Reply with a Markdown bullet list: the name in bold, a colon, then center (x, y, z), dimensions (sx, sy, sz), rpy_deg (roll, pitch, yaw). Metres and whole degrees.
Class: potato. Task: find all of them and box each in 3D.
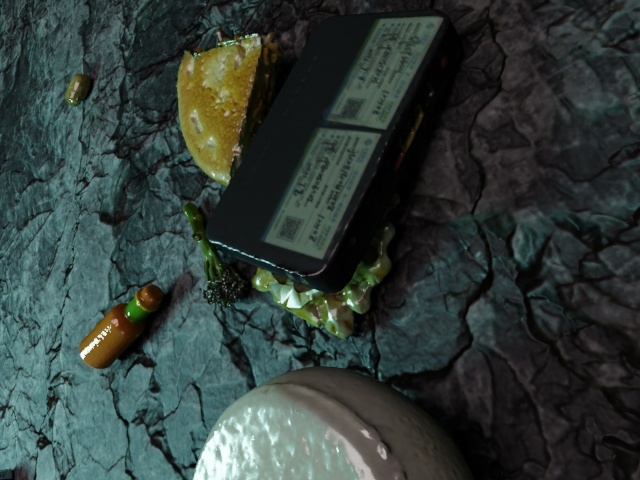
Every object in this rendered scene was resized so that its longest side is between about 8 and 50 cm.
- **potato**: center (-0.578, -0.359, 1.196), dimensions (0.051, 0.040, 0.083), rpy_deg (29, 91, 17)

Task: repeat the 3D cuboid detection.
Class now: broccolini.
- **broccolini**: center (-0.174, 0.021, 0.778), dimensions (0.067, 0.058, 0.216), rpy_deg (-28, 46, -10)

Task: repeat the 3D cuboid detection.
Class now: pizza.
- **pizza**: center (-0.129, -0.222, 0.774), dimensions (0.228, 0.081, 0.289), rpy_deg (-47, 54, 26)

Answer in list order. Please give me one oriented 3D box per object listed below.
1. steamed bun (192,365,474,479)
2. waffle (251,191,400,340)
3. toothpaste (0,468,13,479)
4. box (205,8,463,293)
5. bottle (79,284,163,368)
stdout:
- **steamed bun**: center (0.023, 0.259, 0.460), dimensions (0.283, 0.177, 0.282), rpy_deg (-8, 77, 37)
- **waffle**: center (-0.002, -0.001, 0.632), dimensions (0.223, 0.054, 0.203), rpy_deg (23, 92, 41)
- **toothpaste**: center (-0.748, 0.593, 1.041), dimensions (0.313, 0.089, 0.071), rpy_deg (-48, 48, 18)
- **box**: center (0.013, -0.122, 0.606), dimensions (0.211, 0.058, 0.350), rpy_deg (19, 76, 39)
- **bottle**: center (-0.331, 0.142, 0.848), dimensions (0.187, 0.069, 0.069), rpy_deg (-41, 56, 21)
